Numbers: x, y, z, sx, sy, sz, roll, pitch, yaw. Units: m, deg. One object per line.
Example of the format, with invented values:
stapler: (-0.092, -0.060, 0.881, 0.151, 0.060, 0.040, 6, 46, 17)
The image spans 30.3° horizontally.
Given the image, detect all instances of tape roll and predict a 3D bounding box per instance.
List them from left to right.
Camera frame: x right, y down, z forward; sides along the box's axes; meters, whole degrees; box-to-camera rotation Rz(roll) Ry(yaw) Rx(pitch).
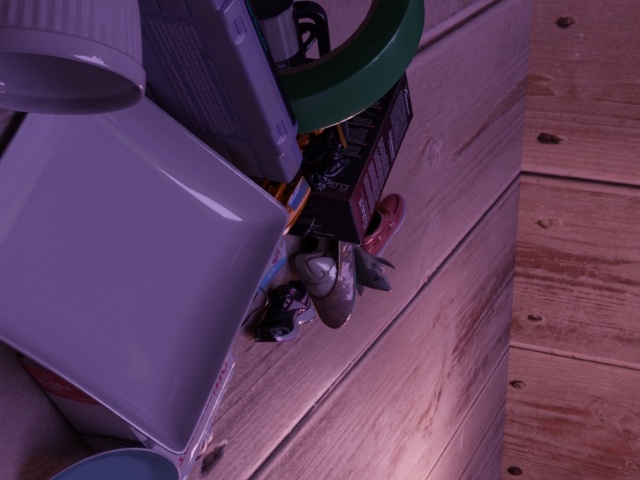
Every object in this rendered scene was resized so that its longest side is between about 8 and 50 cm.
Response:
tape roll: (-0.030, -0.289, 1.515, 0.077, 0.321, 0.321, 59, 45, -59)

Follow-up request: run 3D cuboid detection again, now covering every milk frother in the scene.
milk frother: (-0.059, -0.317, 1.762, 0.143, 0.129, 0.135, -121, -166, -46)

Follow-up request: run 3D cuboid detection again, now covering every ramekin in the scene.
ramekin: (-0.269, -0.199, 1.133, 0.207, 0.207, 0.109, 27, 63, -67)

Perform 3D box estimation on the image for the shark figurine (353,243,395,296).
shark figurine: (0.044, 0.050, 2.176, 0.116, 0.166, 0.278, -52, -179, 3)

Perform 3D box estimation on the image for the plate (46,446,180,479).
plate: (-0.263, 0.303, 1.433, 0.188, 0.188, 0.024, 70, -7, -50)

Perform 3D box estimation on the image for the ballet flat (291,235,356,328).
ballet flat: (0.000, 0.000, 2.032, 0.106, 0.107, 0.316, -6, 99, -47)

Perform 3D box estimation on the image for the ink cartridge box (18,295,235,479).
ink cartridge box: (-0.228, 0.150, 1.473, 0.283, 0.117, 0.207, 70, 36, -50)

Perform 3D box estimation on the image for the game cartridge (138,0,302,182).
game cartridge: (-0.160, -0.207, 1.350, 0.355, 0.230, 0.068, 68, 37, -53)

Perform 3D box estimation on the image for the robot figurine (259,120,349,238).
robot figurine: (-0.084, -0.106, 1.616, 0.291, 0.211, 0.085, -60, 175, -20)

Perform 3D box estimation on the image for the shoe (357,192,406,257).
shoe: (0.119, -0.044, 2.323, 0.081, 0.063, 0.178, 80, 33, -50)

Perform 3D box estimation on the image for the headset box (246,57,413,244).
headset box: (-0.010, -0.130, 1.765, 0.110, 0.218, 0.293, 73, 33, -51)

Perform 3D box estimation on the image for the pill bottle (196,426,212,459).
pill bottle: (-0.201, 0.288, 1.662, 0.120, 0.067, 0.067, -25, 121, -64)

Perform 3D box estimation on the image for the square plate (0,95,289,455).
square plate: (-0.225, 0.009, 1.320, 0.344, 0.049, 0.347, 39, 56, -25)

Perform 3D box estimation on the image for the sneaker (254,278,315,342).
sneaker: (-0.066, 0.114, 1.949, 0.178, 0.072, 0.077, -45, 128, -68)

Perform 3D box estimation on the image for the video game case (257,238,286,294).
video game case: (-0.090, -0.011, 1.888, 0.119, 0.015, 0.166, -51, 144, -52)

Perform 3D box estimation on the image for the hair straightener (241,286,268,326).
hair straightener: (-0.125, 0.047, 1.724, 0.230, 0.089, 0.047, 79, 28, -42)
